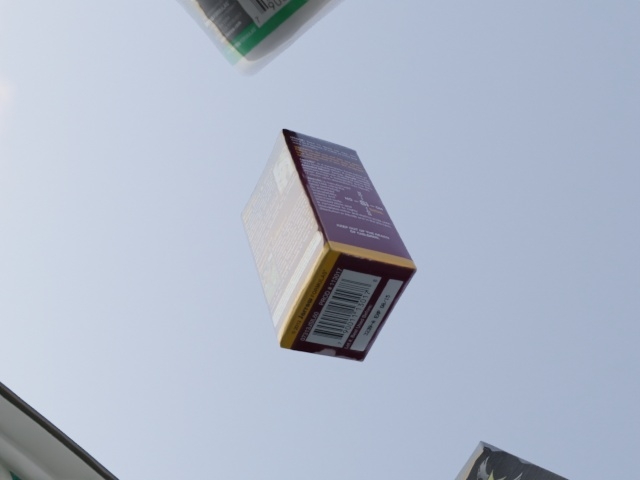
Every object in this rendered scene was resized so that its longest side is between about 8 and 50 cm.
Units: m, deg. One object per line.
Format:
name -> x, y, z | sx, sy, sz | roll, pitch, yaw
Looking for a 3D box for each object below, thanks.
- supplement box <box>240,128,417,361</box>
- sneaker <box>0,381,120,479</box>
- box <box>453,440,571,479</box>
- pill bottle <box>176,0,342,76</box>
supplement box -> 0.000, 0.000, 0.785 | 0.104, 0.081, 0.188 | -62, -152, 28
sneaker -> -0.206, 0.133, 0.394 | 0.296, 0.178, 0.124 | 39, -27, -1
box -> 0.147, 0.257, 0.638 | 0.183, 0.056, 0.231 | -52, -154, -13
pill bottle -> -0.114, -0.362, 0.919 | 0.204, 0.204, 0.361 | -34, -79, 28
